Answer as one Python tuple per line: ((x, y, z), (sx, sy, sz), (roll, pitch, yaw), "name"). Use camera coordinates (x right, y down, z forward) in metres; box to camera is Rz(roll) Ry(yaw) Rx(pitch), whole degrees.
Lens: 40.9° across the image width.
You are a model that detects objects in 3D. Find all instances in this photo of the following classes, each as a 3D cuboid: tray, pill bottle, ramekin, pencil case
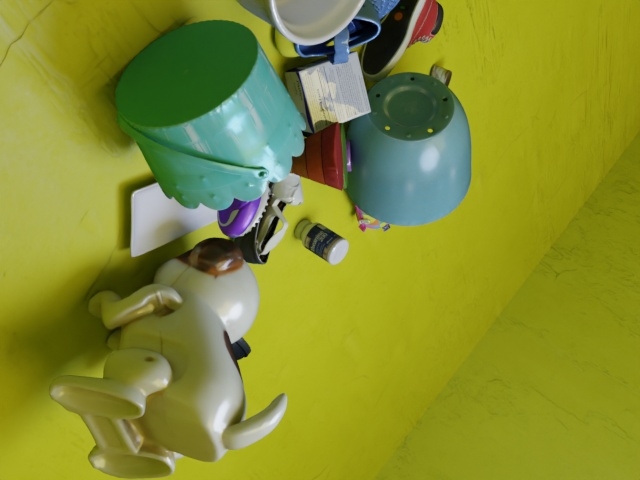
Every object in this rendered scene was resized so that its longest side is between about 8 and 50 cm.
((-0.252, -0.078, 1.605), (0.270, 0.030, 0.145), (-28, 140, -41), "tray")
((0.000, 0.000, 1.962), (0.067, 0.120, 0.067), (-36, 144, -32), "pill bottle")
((-0.032, -0.483, 1.443), (0.277, 0.135, 0.277), (-36, 144, -33), "ramekin")
((0.113, -0.116, 2.047), (0.104, 0.104, 0.236), (-48, 148, -17), "pencil case")

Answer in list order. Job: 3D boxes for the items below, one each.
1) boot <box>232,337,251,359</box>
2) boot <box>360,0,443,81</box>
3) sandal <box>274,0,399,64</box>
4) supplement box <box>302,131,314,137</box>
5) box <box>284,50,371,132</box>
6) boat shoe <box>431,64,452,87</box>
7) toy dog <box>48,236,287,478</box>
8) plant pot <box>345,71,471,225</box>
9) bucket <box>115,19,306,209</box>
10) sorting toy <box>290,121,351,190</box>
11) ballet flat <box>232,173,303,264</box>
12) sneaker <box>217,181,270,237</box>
((-0.272, 0.249, 1.816), (0.207, 0.094, 0.246), (-53, 144, -15), "boot")
((0.188, -0.433, 1.872), (0.244, 0.088, 0.176), (-61, 152, 0), "boot")
((0.064, -0.421, 1.646), (0.317, 0.138, 0.126), (-41, 144, -30), "sandal")
((-0.005, -0.258, 1.773), (0.083, 0.056, 0.083), (-52, 150, -9), "supplement box")
((0.014, -0.292, 1.683), (0.137, 0.072, 0.126), (-24, 111, -23), "box")
((0.280, -0.360, 2.126), (0.056, 0.048, 0.153), (-44, 157, -45), "boat shoe")
((-0.243, 0.178, 1.548), (0.408, 0.395, 0.284), (-76, 153, -43), "toy dog")
((0.185, -0.215, 1.828), (0.293, 0.293, 0.235), (-45, 157, -20), "plant pot")
((-0.178, -0.203, 1.364), (0.281, 0.281, 0.183), (-47, 140, -17), "bucket")
((-0.013, -0.157, 1.632), (0.365, 0.126, 0.127), (-50, 136, -82), "sorting toy")
((-0.090, -0.073, 1.783), (0.095, 0.096, 0.280), (0, 118, -56), "ballet flat")
((-0.163, -0.157, 1.563), (0.146, 0.102, 0.293), (19, 81, -45), "sneaker")
